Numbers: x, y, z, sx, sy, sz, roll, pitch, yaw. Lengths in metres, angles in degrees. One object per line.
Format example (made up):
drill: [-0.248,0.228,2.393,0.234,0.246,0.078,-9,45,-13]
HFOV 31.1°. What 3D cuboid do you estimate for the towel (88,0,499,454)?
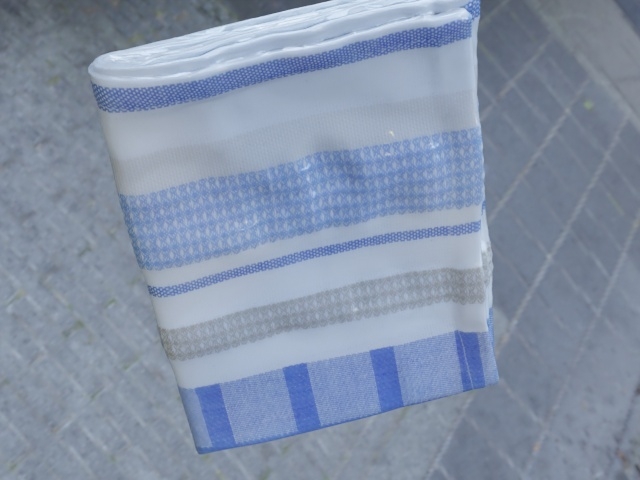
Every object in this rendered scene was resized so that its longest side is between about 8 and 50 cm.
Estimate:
towel: [0.000,0.000,0.656,0.034,0.209,0.285,-110,-171,-54]
